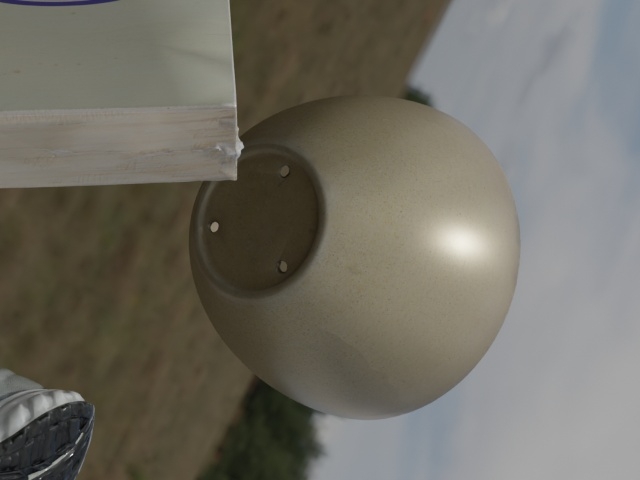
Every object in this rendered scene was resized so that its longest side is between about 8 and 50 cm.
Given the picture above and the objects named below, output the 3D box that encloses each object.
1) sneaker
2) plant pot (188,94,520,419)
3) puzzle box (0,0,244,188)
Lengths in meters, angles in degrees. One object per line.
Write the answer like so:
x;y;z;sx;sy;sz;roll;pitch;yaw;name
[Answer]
-0.267;0.145;1.239;0.271;0.108;0.100;-16;127;-55;sneaker
0.000;0.000;1.635;0.191;0.284;0.284;19;99;-57;plant pot
-0.249;-0.125;1.032;0.272;0.409;0.052;-96;-174;-50;puzzle box
